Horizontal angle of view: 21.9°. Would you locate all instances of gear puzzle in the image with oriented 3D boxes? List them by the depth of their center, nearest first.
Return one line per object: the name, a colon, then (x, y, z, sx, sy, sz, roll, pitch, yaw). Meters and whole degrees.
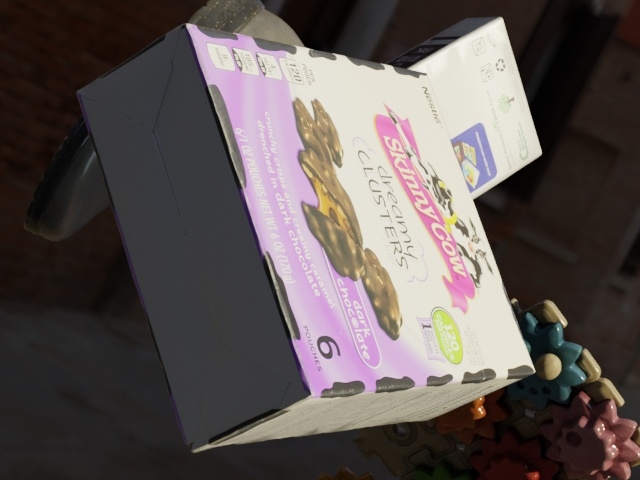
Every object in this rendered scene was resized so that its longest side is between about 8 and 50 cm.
gear puzzle: (0.106, 0.183, 1.413, 0.175, 0.339, 0.044, 54, 36, -4)

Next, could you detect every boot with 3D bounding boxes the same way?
boot: (-0.084, -0.071, 1.471, 0.222, 0.338, 0.118, 41, -29, 2)

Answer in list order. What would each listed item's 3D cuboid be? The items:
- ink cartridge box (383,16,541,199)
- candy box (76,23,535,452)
ink cartridge box: (0.081, -0.093, 1.689, 0.332, 0.165, 0.065, -32, 24, -34)
candy box: (0.000, 0.000, 0.745, 0.196, 0.070, 0.165, 2, 65, -56)
